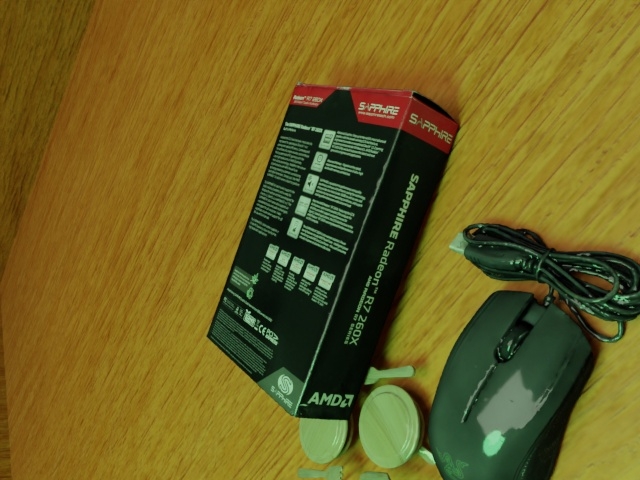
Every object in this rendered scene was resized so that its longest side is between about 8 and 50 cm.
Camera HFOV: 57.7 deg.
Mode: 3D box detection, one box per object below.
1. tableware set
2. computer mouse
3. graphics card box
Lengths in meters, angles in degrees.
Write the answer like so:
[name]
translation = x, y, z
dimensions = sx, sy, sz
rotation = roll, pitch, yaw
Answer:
[tableware set]
translation = 0.048, 0.217, 0.681
dimensions = 0.194, 0.039, 0.128
rotation = -18, 61, 46
[computer mouse]
translation = 0.161, 0.124, 0.533
dimensions = 0.188, 0.072, 0.272
rotation = 24, 101, 50
[graphics card box]
translation = 0.000, 0.000, 0.718
dimensions = 0.232, 0.094, 0.371
rotation = 23, 93, 51
